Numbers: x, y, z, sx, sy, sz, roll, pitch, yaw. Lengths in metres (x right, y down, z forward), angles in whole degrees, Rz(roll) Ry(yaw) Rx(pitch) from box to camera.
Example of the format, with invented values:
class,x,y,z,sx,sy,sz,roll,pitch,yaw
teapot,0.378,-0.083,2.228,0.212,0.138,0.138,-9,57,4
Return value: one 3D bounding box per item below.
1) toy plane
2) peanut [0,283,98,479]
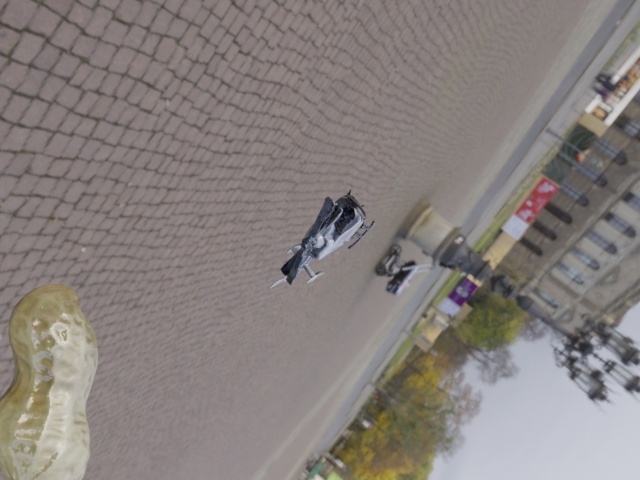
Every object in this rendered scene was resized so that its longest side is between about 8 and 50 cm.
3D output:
class,x,y,z,sx,sy,sz,roll,pitch,yaw
toy plane,0.000,0.000,0.733,0.078,0.053,0.197,-26,166,-38
peanut,-0.383,0.210,0.863,0.136,0.120,0.298,12,79,-59
